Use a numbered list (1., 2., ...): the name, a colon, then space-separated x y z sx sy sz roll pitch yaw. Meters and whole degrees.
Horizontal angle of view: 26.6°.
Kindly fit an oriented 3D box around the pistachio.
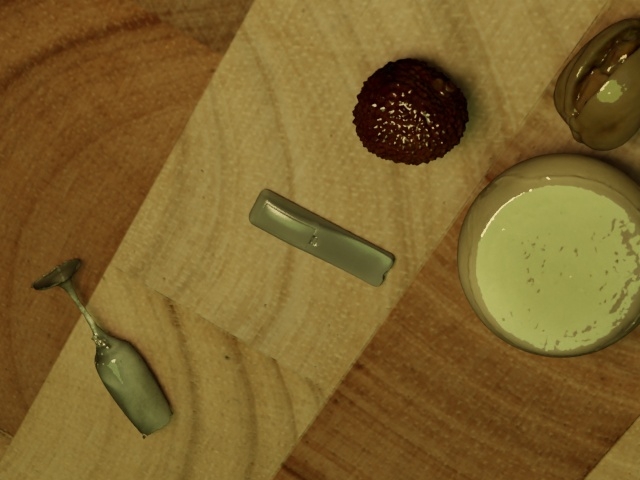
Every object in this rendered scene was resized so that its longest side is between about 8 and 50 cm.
1. pistachio: 0.316 -0.167 1.448 0.113 0.113 0.149 39 111 -9

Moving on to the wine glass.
1. wine glass: -0.274 0.146 1.756 0.074 0.074 0.262 -21 112 21

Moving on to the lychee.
1. lychee: 0.097 -0.142 1.500 0.123 0.123 0.129 53 149 -16

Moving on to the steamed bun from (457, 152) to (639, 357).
1. steamed bun: 0.270 0.012 1.523 0.232 0.145 0.232 2 104 6

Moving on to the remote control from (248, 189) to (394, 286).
1. remote control: 0.000 0.000 1.642 0.184 0.027 0.050 27 120 -3
